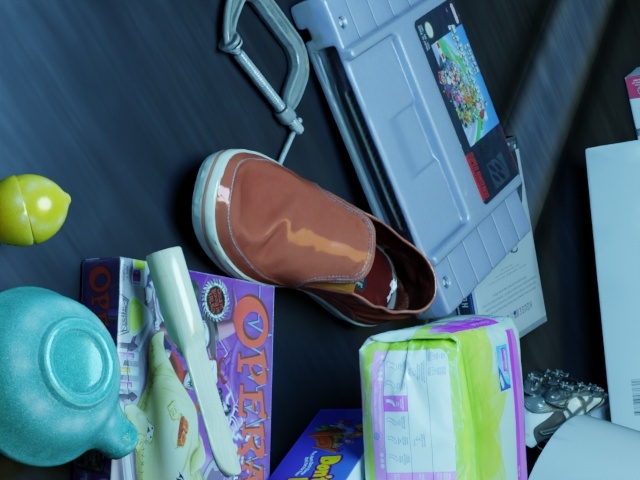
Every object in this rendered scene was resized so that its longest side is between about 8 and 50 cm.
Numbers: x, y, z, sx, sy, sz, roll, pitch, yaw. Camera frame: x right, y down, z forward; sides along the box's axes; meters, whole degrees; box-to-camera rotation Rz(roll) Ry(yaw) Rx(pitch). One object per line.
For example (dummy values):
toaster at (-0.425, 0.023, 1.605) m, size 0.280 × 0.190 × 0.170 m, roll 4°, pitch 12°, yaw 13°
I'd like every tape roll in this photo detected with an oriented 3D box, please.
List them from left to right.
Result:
tape roll at (0.356, 0.346, 1.689) m, size 0.246 × 0.169 × 0.246 m, roll -25°, pitch 122°, yaw -49°

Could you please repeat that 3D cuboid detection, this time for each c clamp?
c clamp at (-0.051, -0.166, 1.345) m, size 0.160 × 0.022 × 0.137 m, roll 55°, pitch 45°, yaw -36°

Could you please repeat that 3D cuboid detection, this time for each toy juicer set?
toy juicer set at (-0.202, 0.063, 1.048) m, size 0.329 × 0.089 × 0.209 m, roll 17°, pitch 63°, yaw -44°

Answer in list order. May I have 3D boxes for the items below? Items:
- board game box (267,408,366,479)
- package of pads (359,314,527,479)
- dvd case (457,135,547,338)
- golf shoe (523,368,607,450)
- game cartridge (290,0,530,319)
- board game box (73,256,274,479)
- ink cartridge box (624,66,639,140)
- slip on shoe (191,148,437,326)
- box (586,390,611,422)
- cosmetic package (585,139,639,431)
board game box at (-0.004, 0.328, 1.227) m, size 0.347 × 0.078 × 0.233 m, roll -47°, pitch 130°, yaw -60°
package of pads at (0.121, 0.223, 1.307) m, size 0.229 × 0.101 × 0.296 m, roll -2°, pitch 89°, yaw -68°
dvd case at (0.205, 0.006, 1.686) m, size 0.179 × 0.030 × 0.238 m, roll -21°, pitch 104°, yaw -55°
golf shoe at (0.291, 0.213, 1.764) m, size 0.198 × 0.077 × 0.094 m, roll 7°, pitch 102°, yaw -56°
game cartridge at (0.110, -0.123, 1.510) m, size 0.230 × 0.068 × 0.355 m, roll -38°, pitch 110°, yaw -45°
board game box at (-0.119, 0.197, 1.181) m, size 0.208 × 0.056 × 0.346 m, roll 15°, pitch 73°, yaw -58°
ink cartridge box at (0.527, -0.187, 2.107) m, size 0.063 × 0.109 × 0.150 m, roll -38°, pitch 117°, yaw -54°
slip on shoe at (0.000, 0.000, 1.330) m, size 0.331 × 0.101 × 0.123 m, roll 31°, pitch 62°, yaw -48°
box at (0.385, 0.306, 1.901) m, size 0.145 × 0.038 × 0.186 m, roll -12°, pitch 95°, yaw -55°
cosmetic package at (0.459, 0.073, 1.938) m, size 0.284 × 0.097 × 0.377 m, roll 14°, pitch 70°, yaw -61°
